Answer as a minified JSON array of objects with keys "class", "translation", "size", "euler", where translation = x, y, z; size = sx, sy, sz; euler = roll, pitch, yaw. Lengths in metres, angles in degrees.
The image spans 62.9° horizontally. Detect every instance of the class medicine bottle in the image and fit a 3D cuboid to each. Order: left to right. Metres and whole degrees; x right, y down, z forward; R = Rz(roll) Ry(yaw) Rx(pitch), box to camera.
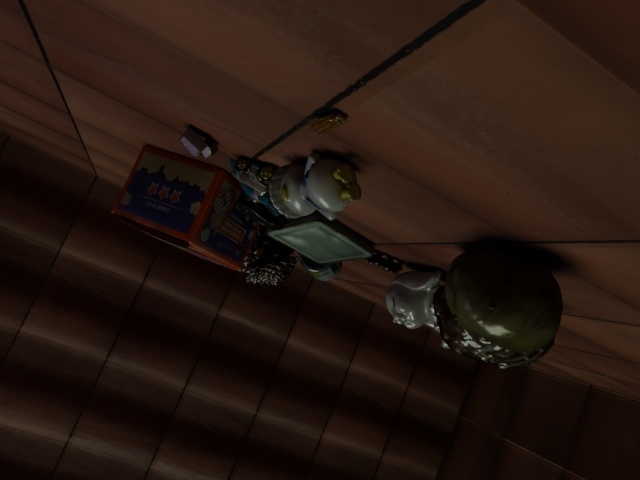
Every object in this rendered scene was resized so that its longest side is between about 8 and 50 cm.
[{"class":"medicine bottle","translation":[0.008,0.077,2.017],"size":[0.141,0.141,0.293],"euler":[21,172,13]}]

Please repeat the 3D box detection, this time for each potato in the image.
[{"class":"potato","translation":[0.388,0.117,1.159],"size":[0.218,0.202,0.351],"euler":[12,-175,-2]}]

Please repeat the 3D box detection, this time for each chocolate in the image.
[{"class":"chocolate","translation":[0.502,0.229,1.456],"size":[0.340,0.225,0.210],"euler":[25,163,-12]}]

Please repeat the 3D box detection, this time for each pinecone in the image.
[{"class":"pinecone","translation":[-0.214,0.032,1.966],"size":[0.292,0.246,0.246],"euler":[61,-172,25]}]

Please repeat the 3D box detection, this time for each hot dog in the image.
[{"class":"hot dog","translation":[0.012,-0.187,0.825],"size":[0.037,0.021,0.083],"euler":[4,178,-28]}]

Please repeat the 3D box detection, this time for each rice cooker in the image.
[{"class":"rice cooker","translation":[-0.164,-0.098,1.529],"size":[0.165,0.106,0.112],"euler":[24,172,-34]}]

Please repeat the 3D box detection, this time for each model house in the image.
[{"class":"model house","translation":[-0.285,-0.231,1.237],"size":[0.083,0.057,0.058],"euler":[45,138,-15]}]

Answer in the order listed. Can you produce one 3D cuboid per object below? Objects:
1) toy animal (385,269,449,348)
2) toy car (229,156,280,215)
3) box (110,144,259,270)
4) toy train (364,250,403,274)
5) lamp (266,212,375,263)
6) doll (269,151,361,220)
[{"class":"toy animal","translation":[0.344,0.205,1.721],"size":[0.265,0.206,0.272],"euler":[5,137,41]},{"class":"toy car","translation":[-0.161,-0.137,1.301],"size":[0.161,0.098,0.126],"euler":[19,168,17]},{"class":"box","translation":[-0.412,-0.092,1.694],"size":[0.318,0.257,0.349],"euler":[21,171,20]},{"class":"toy train","translation":[0.211,0.073,1.775],"size":[0.138,0.050,0.087],"euler":[22,174,5]},{"class":"lamp","translation":[0.000,0.000,1.682],"size":[0.269,0.047,0.266],"euler":[31,154,-37]},{"class":"doll","translation":[-0.016,-0.107,1.068],"size":[0.293,0.119,0.138],"euler":[5,117,62]}]
